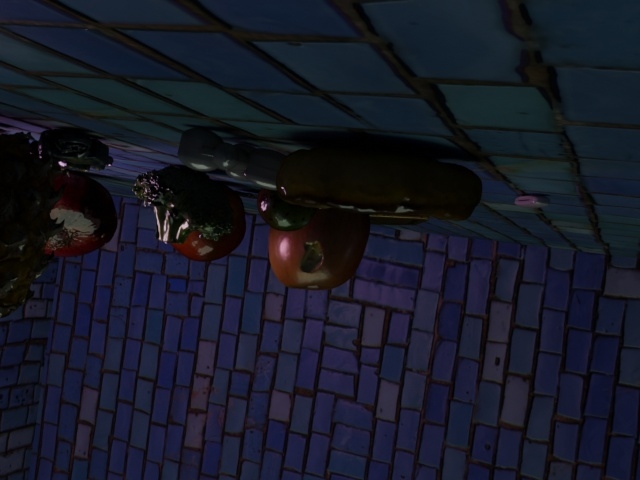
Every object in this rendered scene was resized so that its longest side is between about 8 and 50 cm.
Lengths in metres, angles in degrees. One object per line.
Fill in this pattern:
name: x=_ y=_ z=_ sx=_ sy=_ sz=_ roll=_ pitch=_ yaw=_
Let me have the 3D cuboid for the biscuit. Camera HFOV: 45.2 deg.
biscuit: x=0.063 y=-0.079 z=1.012 sx=0.274 sy=0.091 sz=0.213 roll=9 pitch=-177 yaw=31

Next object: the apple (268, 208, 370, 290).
apple: x=0.000 y=0.000 z=1.757 sx=0.242 sy=0.241 sz=0.242 roll=11 pitch=179 yaw=0

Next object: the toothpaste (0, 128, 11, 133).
toothpaste: x=-0.644 y=-0.197 z=1.328 sx=0.194 sy=0.043 sz=0.067 roll=3 pitch=180 yaw=-37

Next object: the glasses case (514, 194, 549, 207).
glasses case: x=0.366 y=-0.067 z=1.333 sx=0.032 sy=0.021 sz=0.083 roll=5 pitch=180 yaw=-12

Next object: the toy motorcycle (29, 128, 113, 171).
toy motorcycle: x=-0.440 y=-0.156 z=1.344 sx=0.124 sy=0.061 sz=0.193 roll=2 pitch=173 yaw=0

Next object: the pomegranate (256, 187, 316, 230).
pomegranate: x=-0.066 y=-0.082 z=1.554 sx=0.130 sy=0.130 sz=0.130 roll=8 pitch=179 yaw=0

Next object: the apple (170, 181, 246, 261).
apple: x=-0.302 y=-0.052 z=2.022 sx=0.218 sy=0.218 sz=0.201 roll=8 pitch=172 yaw=-34

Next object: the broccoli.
broccoli: x=-0.308 y=-0.079 z=1.719 sx=0.226 sy=0.176 sz=0.198 roll=-7 pitch=174 yaw=3

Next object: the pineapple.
pineapple: x=-0.600 y=-0.031 z=1.242 sx=0.352 sy=0.300 sz=0.352 roll=4 pitch=154 yaw=2

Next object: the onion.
onion: x=-0.815 y=-0.110 z=2.439 sx=0.348 sy=0.285 sz=0.347 roll=-5 pitch=140 yaw=-4

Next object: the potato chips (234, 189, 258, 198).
potato chips: x=-0.149 y=-0.121 z=2.178 sx=0.220 sy=0.029 sz=0.202 roll=8 pitch=179 yaw=40

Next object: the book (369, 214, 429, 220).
book: x=0.092 y=-0.069 z=2.159 sx=0.389 sy=0.032 sz=0.269 roll=3 pitch=178 yaw=-2

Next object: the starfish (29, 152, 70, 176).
starfish: x=-0.687 y=-0.184 z=1.764 sx=0.277 sy=0.062 sz=0.236 roll=11 pitch=176 yaw=-44

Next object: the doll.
doll: x=-0.128 y=-0.117 z=1.094 sx=0.160 sy=0.059 sz=0.161 roll=13 pitch=-175 yaw=-32
